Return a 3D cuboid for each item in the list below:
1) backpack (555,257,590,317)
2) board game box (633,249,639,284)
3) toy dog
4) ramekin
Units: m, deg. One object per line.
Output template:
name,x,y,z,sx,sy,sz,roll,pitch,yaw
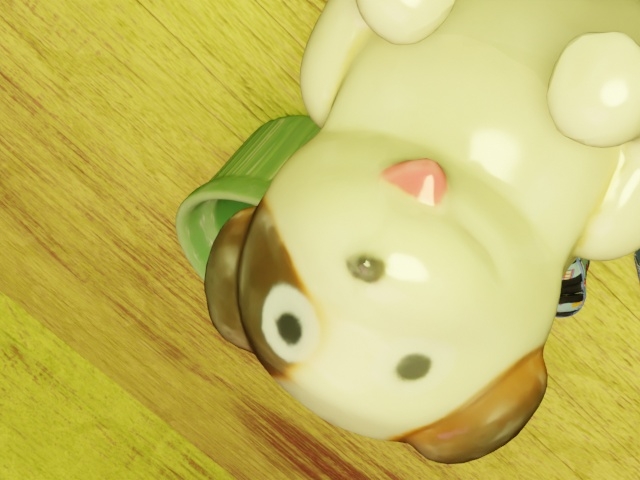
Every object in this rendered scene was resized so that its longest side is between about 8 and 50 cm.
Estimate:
backpack,0.187,-0.006,0.995,0.173,0.117,0.158,17,148,29
board game box,0.406,0.097,0.987,0.194,0.060,0.194,12,144,35
toy dog,0.091,-0.061,0.699,0.284,0.408,0.395,33,152,2
ramekin,0.000,0.000,1.168,0.303,0.148,0.303,25,151,15
